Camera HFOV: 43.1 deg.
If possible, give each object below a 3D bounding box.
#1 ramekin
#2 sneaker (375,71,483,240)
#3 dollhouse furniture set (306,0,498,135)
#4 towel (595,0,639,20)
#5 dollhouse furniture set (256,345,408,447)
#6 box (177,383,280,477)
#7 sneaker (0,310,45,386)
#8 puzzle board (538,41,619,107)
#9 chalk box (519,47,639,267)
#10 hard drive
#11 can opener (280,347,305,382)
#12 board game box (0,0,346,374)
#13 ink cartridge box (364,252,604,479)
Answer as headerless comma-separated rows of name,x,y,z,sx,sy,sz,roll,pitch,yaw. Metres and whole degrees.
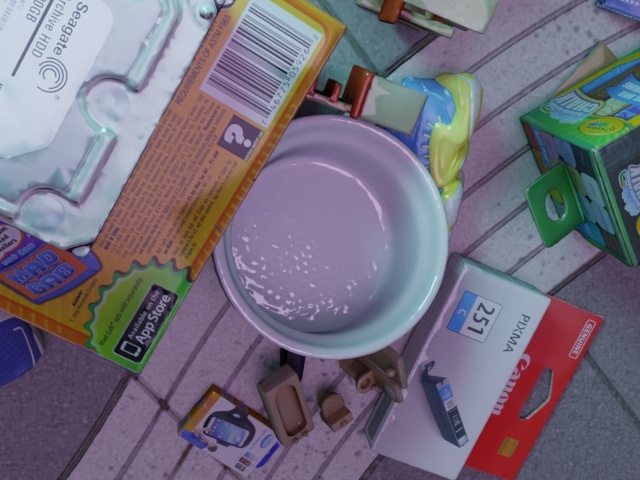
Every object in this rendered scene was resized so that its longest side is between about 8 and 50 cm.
ramekin,0.000,0.000,0.968,0.277,0.135,0.277,1,85,-15
sneaker,0.126,-0.100,1.041,0.126,0.091,0.240,11,105,6
dollhouse furniture set,0.081,-0.258,0.885,0.135,0.262,0.259,19,102,-12
towel,0.512,-0.421,1.010,0.243,0.040,0.335,16,105,-3
dollhouse furniture set,0.020,0.206,1.048,0.151,0.123,0.144,-31,130,-20
box,-0.119,0.268,1.122,0.136,0.028,0.081,37,97,-16
sneaker,-0.467,0.063,0.921,0.127,0.182,0.315,-33,108,2
puzzle board,0.359,-0.185,1.084,0.096,0.011,0.128,41,96,-19
chalk box,0.382,-0.101,1.014,0.289,0.179,0.180,-29,116,-2
hard drive,-0.268,-0.164,0.580,0.339,0.064,0.236,29,100,-16
can opener,-0.031,0.110,1.075,0.073,0.059,0.186,4,105,-12
board game box,-0.243,-0.156,0.805,0.356,0.356,0.356,29,99,-16
ink cartridge box,0.241,0.200,1.145,0.261,0.066,0.296,22,101,-14
